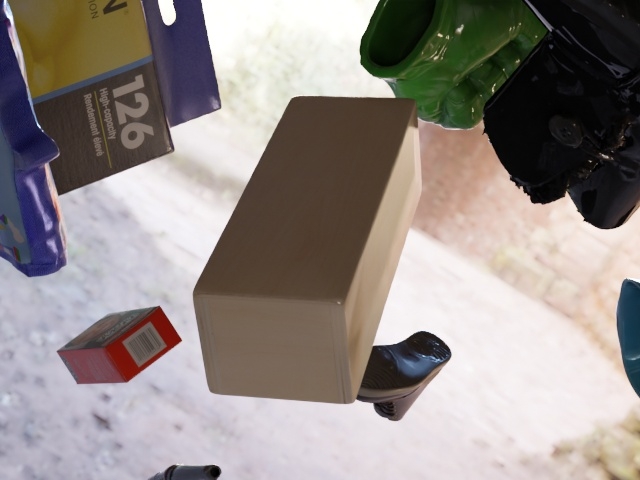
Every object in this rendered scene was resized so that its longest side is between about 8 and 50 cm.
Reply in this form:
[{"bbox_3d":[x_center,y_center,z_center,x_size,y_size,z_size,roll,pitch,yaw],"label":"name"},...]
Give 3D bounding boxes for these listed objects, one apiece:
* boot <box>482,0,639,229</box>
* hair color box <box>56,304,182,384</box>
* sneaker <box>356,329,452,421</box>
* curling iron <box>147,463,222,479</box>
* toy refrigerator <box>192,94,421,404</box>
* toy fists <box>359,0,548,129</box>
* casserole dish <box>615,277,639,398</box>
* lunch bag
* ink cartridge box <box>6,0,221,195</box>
[{"bbox_3d":[0.147,-0.127,0.928,0.246,0.094,0.207,41,-31,1],"label":"boot"},{"bbox_3d":[-0.196,0.102,1.386,0.043,0.072,0.141,58,-28,-10],"label":"hair color box"},{"bbox_3d":[0.086,0.200,1.888,0.083,0.118,0.222,42,28,23],"label":"sneaker"},{"bbox_3d":[-0.165,0.288,1.656,0.035,0.068,0.274,13,-23,-23],"label":"curling iron"},{"bbox_3d":[0.000,0.000,1.025,0.102,0.094,0.269,3,33,13],"label":"toy refrigerator"},{"bbox_3d":[0.153,-0.220,1.180,0.142,0.279,0.096,20,11,-45],"label":"toy fists"},{"bbox_3d":[0.297,0.101,1.195,0.037,0.114,0.188,-10,24,-7],"label":"casserole dish"},{"bbox_3d":[-0.275,-0.117,1.093,0.138,0.221,0.293,-27,41,-27],"label":"lunch bag"},{"bbox_3d":[-0.238,-0.199,1.368,0.307,0.304,0.072,-23,34,-22],"label":"ink cartridge box"}]
